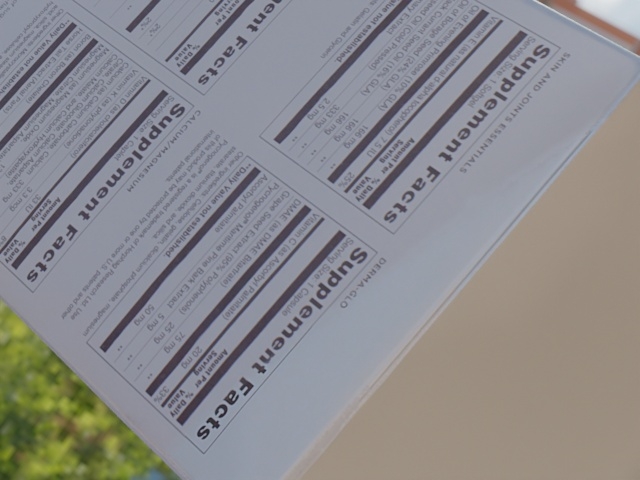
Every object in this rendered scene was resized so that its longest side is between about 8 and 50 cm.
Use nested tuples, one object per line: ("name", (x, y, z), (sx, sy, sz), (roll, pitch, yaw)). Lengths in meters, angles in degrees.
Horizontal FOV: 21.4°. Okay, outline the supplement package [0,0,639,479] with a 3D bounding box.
("supplement package", (0.000, 0.000, 0.668), (0.198, 0.262, 0.199), (-49, -39, -5))
